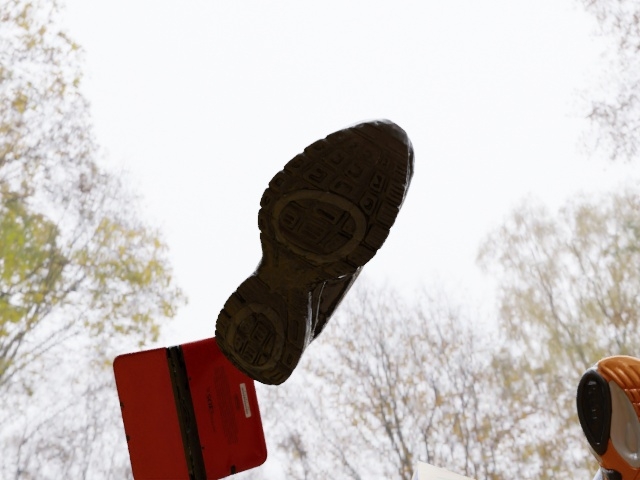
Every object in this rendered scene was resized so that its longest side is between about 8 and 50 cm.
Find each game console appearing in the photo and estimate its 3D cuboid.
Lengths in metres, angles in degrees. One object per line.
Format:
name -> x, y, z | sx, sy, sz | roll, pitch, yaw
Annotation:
game console -> -0.137, 0.178, 0.891 | 0.124, 0.144, 0.085 | -10, -2, -32

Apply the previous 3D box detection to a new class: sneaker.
sneaker -> 0.289, 0.240, 0.738 | 0.099, 0.263, 0.121 | -9, -27, 34
sneaker -> 0.000, 0.000, 0.758 | 0.109, 0.130, 0.286 | 39, -54, 6

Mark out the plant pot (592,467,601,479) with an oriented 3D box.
plant pot -> 0.447, 0.367, 0.990 | 0.236, 0.212, 0.236 | 31, -98, 2

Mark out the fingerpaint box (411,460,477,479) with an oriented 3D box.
fingerpaint box -> 0.253, 0.609, 1.256 | 0.371, 0.163, 0.445 | 17, -89, 6
